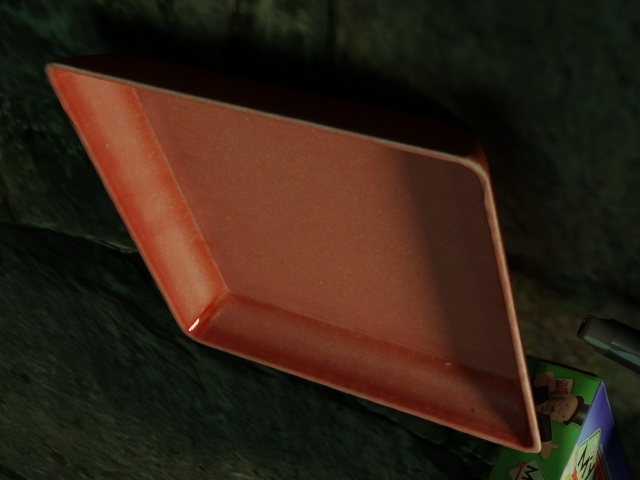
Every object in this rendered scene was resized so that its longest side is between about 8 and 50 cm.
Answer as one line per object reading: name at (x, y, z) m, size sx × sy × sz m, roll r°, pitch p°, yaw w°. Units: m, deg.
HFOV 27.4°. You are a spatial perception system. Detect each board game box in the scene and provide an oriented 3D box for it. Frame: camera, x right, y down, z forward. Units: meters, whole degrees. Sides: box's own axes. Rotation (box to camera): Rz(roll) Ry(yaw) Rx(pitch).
board game box at (0.153, 0.251, 0.870) m, size 0.046 × 0.213 × 0.317 m, roll 14°, pitch 152°, yaw 30°

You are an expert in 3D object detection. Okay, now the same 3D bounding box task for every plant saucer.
plant saucer at (0.000, 0.000, 0.737) m, size 0.259 × 0.048 × 0.258 m, roll 16°, pitch 148°, yaw 28°

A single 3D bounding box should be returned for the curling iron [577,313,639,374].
curling iron at (0.263, 0.094, 0.671) m, size 0.274 × 0.035 × 0.068 m, roll 24°, pitch 151°, yaw 9°
